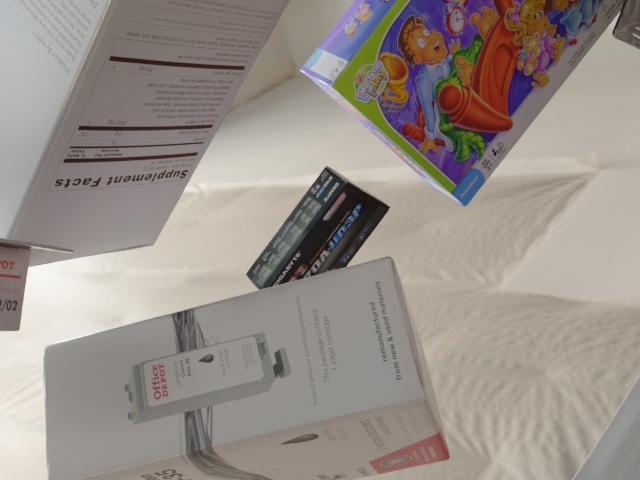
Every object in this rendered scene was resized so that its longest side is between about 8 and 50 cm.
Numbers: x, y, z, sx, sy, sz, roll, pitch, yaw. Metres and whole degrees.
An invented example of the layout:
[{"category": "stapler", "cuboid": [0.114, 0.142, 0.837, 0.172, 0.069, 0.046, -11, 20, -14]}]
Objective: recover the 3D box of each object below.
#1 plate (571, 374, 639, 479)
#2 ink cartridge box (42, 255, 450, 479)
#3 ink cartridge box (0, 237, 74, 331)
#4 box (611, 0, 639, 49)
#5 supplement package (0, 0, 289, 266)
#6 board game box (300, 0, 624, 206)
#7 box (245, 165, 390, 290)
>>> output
[{"category": "plate", "cuboid": [0.346, 0.288, 0.731, 0.278, 0.277, 0.045, -50, -177, -15]}, {"category": "ink cartridge box", "cuboid": [-0.051, 0.136, 0.669, 0.282, 0.207, 0.117, -15, -118, 7]}, {"category": "ink cartridge box", "cuboid": [-0.264, 0.023, 0.521, 0.181, 0.062, 0.104, 5, 175, 19]}, {"category": "box", "cuboid": [0.410, -0.304, 0.784, 0.142, 0.163, 0.247, 28, -97, 15]}, {"category": "supplement package", "cuboid": [-0.191, -0.146, 0.677, 0.177, 0.293, 0.175, 47, -149, 21]}, {"category": "board game box", "cuboid": [0.176, -0.242, 0.871, 0.347, 0.233, 0.078, -52, -145, 3]}, {"category": "box", "cuboid": [0.000, 0.000, 1.321, 0.051, 0.175, 0.220, 41, -82, 29]}]
